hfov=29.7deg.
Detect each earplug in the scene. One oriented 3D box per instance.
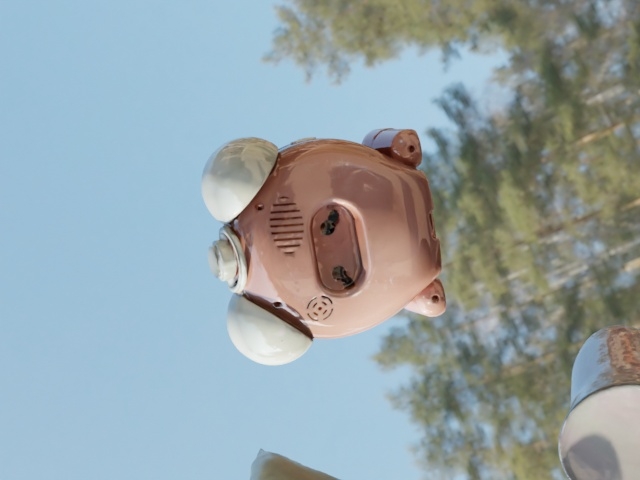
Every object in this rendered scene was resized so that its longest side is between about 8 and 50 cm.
[{"bbox_3d":[0.396,0.200,1.580,0.172,0.172,0.301,56,-161,-11],"label":"earplug"}]

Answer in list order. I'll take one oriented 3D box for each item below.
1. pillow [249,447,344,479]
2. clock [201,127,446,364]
[{"bbox_3d":[0.043,0.285,1.212,0.253,0.078,0.144,14,-157,4],"label":"pillow"},{"bbox_3d":[0.000,0.000,0.866,0.162,0.093,0.166,-12,-81,-13],"label":"clock"}]
